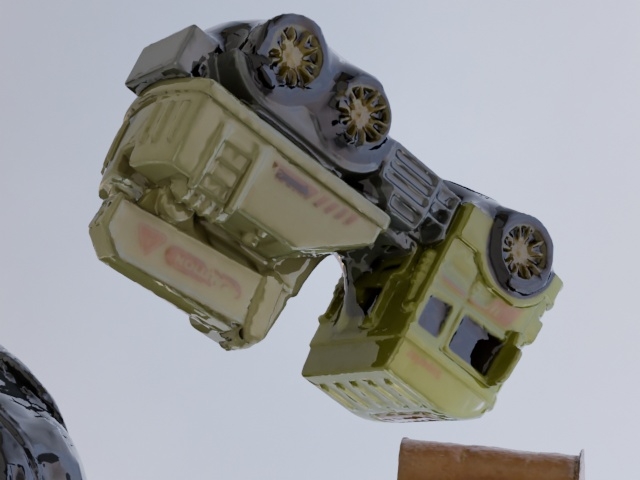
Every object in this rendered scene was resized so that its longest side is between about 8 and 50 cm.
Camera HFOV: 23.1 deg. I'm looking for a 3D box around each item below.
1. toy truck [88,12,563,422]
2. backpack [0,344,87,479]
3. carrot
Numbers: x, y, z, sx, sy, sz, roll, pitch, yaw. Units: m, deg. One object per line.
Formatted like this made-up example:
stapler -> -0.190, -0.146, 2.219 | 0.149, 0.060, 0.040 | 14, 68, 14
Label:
toy truck -> 0.000, 0.000, 1.305 | 0.181, 0.405, 0.254 | -8, -131, 57
backpack -> -0.393, 0.280, 1.710 | 0.446, 0.255, 0.363 | 19, -63, 57
carrot -> 0.229, 0.359, 2.113 | 0.196, 0.254, 0.195 | -2, 90, -78
